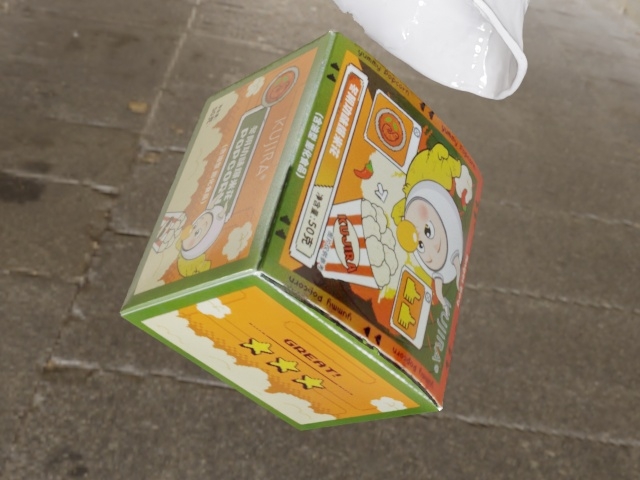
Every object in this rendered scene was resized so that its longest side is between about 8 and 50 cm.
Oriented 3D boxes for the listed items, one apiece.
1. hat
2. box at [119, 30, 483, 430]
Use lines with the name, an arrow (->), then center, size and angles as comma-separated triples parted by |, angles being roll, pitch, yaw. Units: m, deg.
hat -> 0.107, -0.214, 0.737 | 0.203, 0.126, 0.203 | 34, -5, 3
box -> 0.000, 0.000, 0.648 | 0.177, 0.148, 0.195 | 40, 51, -32
